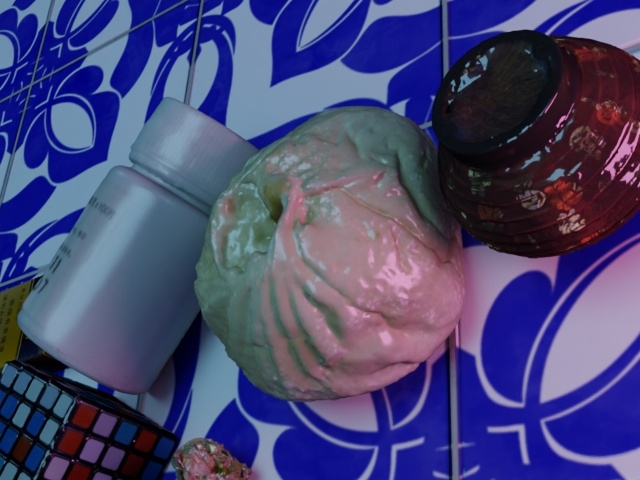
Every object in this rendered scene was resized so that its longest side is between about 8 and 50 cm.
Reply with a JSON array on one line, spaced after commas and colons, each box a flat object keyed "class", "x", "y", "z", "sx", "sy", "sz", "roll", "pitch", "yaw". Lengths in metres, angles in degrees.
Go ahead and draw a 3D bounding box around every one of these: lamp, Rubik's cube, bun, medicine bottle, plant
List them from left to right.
[{"class": "Rubik's cube", "x": -0.334, "y": 0.284, "z": 1.205, "sx": 0.182, "sy": 0.187, "sz": 0.184, "roll": 14, "pitch": 77, "yaw": 44}, {"class": "medicine bottle", "x": -0.232, "y": 0.006, "z": 1.270, "sx": 0.211, "sy": 0.211, "sz": 0.371, "roll": 26, "pitch": 83, "yaw": 46}, {"class": "plant", "x": -0.145, "y": 0.304, "z": 1.101, "sx": 0.122, "sy": 0.105, "sz": 0.116, "roll": -56, "pitch": 14, "yaw": 34}, {"class": "bun", "x": 0.000, "y": 0.000, "z": 1.063, "sx": 0.352, "sy": 0.227, "sz": 0.349, "roll": -49, "pitch": 42, "yaw": 3}, {"class": "lamp", "x": 0.230, "y": -0.091, "z": 0.924, "sx": 0.247, "sy": 0.247, "sz": 0.246, "roll": -21, "pitch": 52, "yaw": 30}]

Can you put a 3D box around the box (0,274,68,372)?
[{"class": "box", "x": -0.429, "y": 0.130, "z": 1.469, "sx": 0.237, "sy": 0.070, "sz": 0.152, "roll": -20, "pitch": 53, "yaw": 34}]
